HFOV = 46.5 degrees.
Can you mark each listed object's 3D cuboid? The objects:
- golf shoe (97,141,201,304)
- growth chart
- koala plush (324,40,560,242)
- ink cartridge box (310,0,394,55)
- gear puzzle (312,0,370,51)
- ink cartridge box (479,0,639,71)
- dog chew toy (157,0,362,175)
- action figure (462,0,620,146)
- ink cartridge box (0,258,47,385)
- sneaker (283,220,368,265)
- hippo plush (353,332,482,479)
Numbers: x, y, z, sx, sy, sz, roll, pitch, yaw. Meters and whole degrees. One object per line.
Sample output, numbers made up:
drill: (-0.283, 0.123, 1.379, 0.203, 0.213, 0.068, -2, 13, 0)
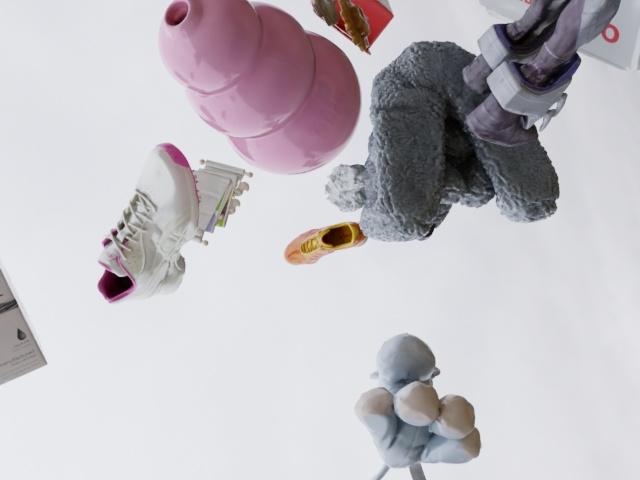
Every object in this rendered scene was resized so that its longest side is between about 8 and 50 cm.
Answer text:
golf shoe: (-0.275, -0.012, 1.174, 0.140, 0.306, 0.115, -23, -127, -41)
growth chart: (-0.284, -0.098, 1.863, 0.237, 0.172, 0.021, -61, -16, -16)
koala plush: (0.111, -0.082, 0.809, 0.196, 0.221, 0.203, -8, -104, -13)
ink cartridge box: (0.054, -0.432, 1.343, 0.134, 0.078, 0.231, 32, -154, -20)
gear puzzle: (0.001, -0.399, 1.041, 0.339, 0.044, 0.175, 53, -152, -41)
ink cartridge box: (0.254, -0.327, 0.653, 0.211, 0.122, 0.289, 43, 152, 41)
dog chew toy: (-0.082, -0.215, 0.979, 0.332, 0.207, 0.206, 29, -135, -58)
action figure: (0.207, -0.201, 0.565, 0.099, 0.285, 0.185, 1, -122, -23)
ink cartridge box: (-0.574, 0.126, 1.205, 0.100, 0.172, 0.237, 40, 149, 52)
sneaker: (0.000, 0.000, 1.327, 0.067, 0.175, 0.064, 4, -112, -57)
hippo plush: (0.200, 0.319, 1.478, 0.236, 0.235, 0.294, -75, -19, -49)
